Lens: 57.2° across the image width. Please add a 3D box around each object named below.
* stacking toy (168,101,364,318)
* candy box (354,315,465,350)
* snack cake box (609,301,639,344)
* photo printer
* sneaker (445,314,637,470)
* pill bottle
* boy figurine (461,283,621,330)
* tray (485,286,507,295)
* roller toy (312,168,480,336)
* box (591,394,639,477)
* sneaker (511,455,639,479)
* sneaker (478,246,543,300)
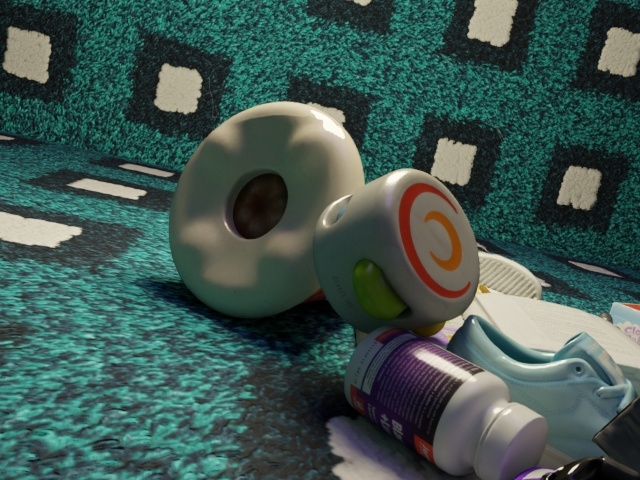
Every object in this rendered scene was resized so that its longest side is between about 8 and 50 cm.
[{"bbox_3d":[0.000,0.000,1.072,0.351,0.350,0.480,20,-6,33],"label":"stacking toy"},{"bbox_3d":[0.140,0.147,0.875,0.165,0.070,0.196,13,10,-1],"label":"candy box"},{"bbox_3d":[0.779,0.219,1.264,0.152,0.089,0.264,5,12,-31],"label":"snack cake box"},{"bbox_3d":[0.355,0.171,0.895,0.256,0.107,0.307,12,11,0],"label":"photo printer"},{"bbox_3d":[0.300,0.185,0.634,0.366,0.150,0.135,18,12,26],"label":"sneaker"},{"bbox_3d":[0.125,0.170,0.605,0.108,0.108,0.194,4,13,-43],"label":"pill bottle"},{"bbox_3d":[0.407,0.152,1.122,0.285,0.092,0.177,16,25,2],"label":"boy figurine"},{"bbox_3d":[0.315,0.109,1.322,0.270,0.030,0.145,22,12,33],"label":"tray"},{"bbox_3d":[0.094,0.019,0.743,0.209,0.191,0.146,14,-27,-40],"label":"roller toy"},{"bbox_3d":[0.304,0.204,0.430,0.183,0.056,0.231,48,10,34],"label":"box"},{"bbox_3d":[0.171,0.200,0.381,0.102,0.146,0.293,15,11,18],"label":"sneaker"},{"bbox_3d":[0.393,0.081,1.429,0.321,0.126,0.128,20,15,35],"label":"sneaker"}]
